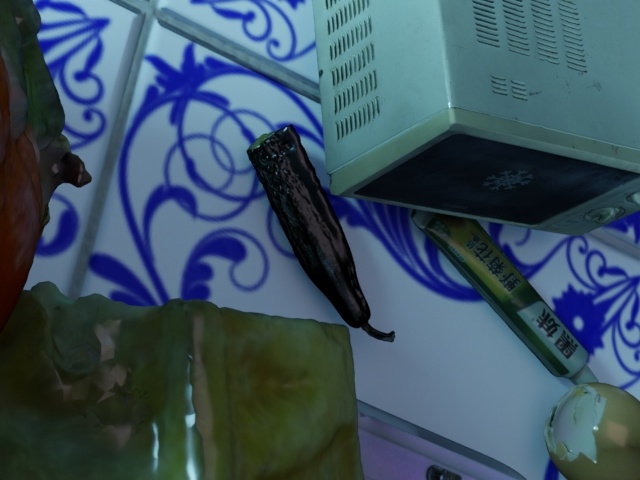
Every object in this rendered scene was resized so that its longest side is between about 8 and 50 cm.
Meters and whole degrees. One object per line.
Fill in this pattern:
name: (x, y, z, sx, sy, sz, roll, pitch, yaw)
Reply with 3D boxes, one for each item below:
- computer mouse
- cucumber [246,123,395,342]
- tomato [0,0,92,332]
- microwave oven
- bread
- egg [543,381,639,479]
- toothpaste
computer mouse: (0.041, 0.172, 0.796, 0.245, 0.056, 0.126, 24, 65, -19)
cucumber: (0.000, 0.000, 0.832, 0.039, 0.043, 0.163, -49, 116, -77)
tomato: (-0.266, -0.055, 0.500, 0.321, 0.321, 0.322, 10, 72, -32)
microwave oven: (0.129, -0.117, 0.876, 0.240, 0.145, 0.194, 8, 65, -35)
bread: (-0.085, 0.157, 0.631, 0.238, 0.196, 0.252, 21, 66, -47)
egg: (0.214, 0.151, 0.910, 0.096, 0.080, 0.080, 31, 62, -21)
toothpaste: (0.142, 0.041, 0.921, 0.204, 0.031, 0.049, 48, 52, -11)
